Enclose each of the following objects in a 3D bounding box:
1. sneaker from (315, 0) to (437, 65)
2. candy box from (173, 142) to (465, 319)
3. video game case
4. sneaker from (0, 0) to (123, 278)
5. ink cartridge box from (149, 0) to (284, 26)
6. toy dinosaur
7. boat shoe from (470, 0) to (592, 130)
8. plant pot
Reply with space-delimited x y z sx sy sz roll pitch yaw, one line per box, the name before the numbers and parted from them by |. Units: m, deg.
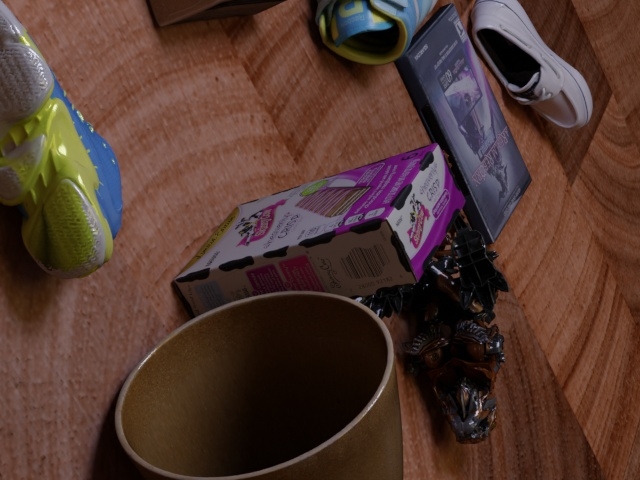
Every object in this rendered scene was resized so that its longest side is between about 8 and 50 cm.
sneaker | 0.031 -0.342 1.781 0.319 0.127 0.208 55 34 -28
candy box | 0.000 0.000 1.449 0.071 0.233 0.159 62 31 -17
video game case | 0.192 -0.155 2.053 0.274 0.026 0.196 63 32 -16
sneaker | -0.231 -0.085 1.280 0.126 0.091 0.240 -41 112 -77
ink cartridge box | -0.118 -0.343 1.571 0.193 0.088 0.235 -24 96 -59
toy dinosaur | 0.140 0.063 1.785 0.322 0.164 0.218 65 11 23
boat shoe | 0.290 -0.232 2.203 0.258 0.095 0.084 43 45 -26
plant pot | -0.022 0.214 1.345 0.237 0.237 0.254 -64 143 -49
